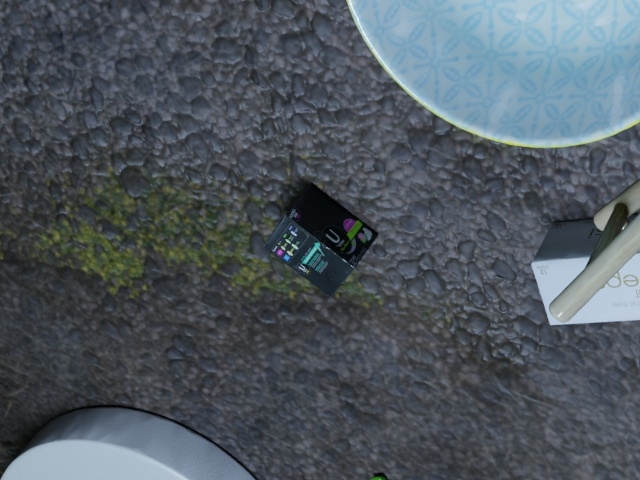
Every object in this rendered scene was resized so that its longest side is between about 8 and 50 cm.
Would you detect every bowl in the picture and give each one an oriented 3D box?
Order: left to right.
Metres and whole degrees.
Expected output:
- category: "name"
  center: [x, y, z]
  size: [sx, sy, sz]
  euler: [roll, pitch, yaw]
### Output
- category: "bowl"
  center: [0.171, -0.232, 1.152]
  size: [0.289, 0.156, 0.289]
  euler: [13, 126, 19]

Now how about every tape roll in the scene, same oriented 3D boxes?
- category: "tape roll"
  center: [-0.204, 0.371, 1.804]
  size: [0.392, 0.072, 0.392]
  euler: [13, 126, 19]

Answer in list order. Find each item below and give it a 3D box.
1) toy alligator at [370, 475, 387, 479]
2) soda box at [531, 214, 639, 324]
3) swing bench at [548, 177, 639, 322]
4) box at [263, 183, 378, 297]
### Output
- category: "toy alligator"
  center: [0.094, 0.340, 1.643]
  size: [0.056, 0.051, 0.190]
  euler: [-13, 114, 34]
- category: "soda box"
  center: [0.298, 0.021, 1.309]
  size: [0.216, 0.074, 0.069]
  euler: [-6, 118, 30]
- category: "swing bench"
  center: [0.352, 0.024, 1.085]
  size: [0.253, 0.165, 0.255]
  euler: [42, 125, -3]
- category: "box"
  center: [0.000, 0.000, 1.456]
  size: [0.083, 0.062, 0.052]
  euler: [37, 131, 1]
